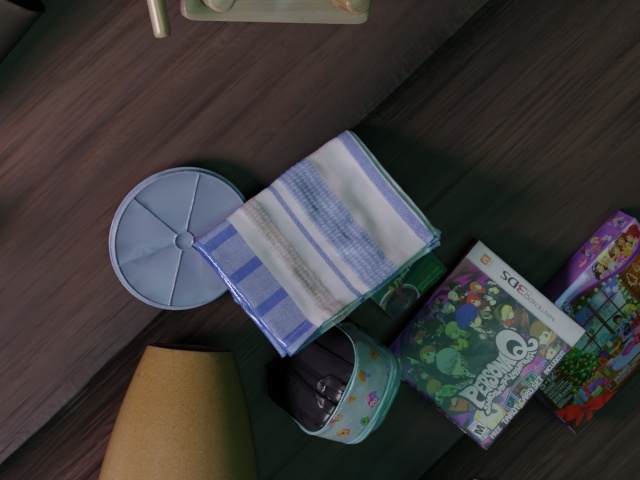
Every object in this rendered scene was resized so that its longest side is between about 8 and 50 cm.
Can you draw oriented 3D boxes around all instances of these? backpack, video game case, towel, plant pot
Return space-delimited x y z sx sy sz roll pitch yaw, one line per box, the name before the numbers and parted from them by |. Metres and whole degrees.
backpack | 0.027 0.195 1.973 0.144 0.188 0.166 25 95 -25
video game case | 0.235 0.152 2.080 0.210 0.042 0.232 41 90 -2
towel | 0.000 0.000 1.912 0.285 0.034 0.209 -37 84 -19
plant pot | -0.183 0.271 1.914 0.237 0.237 0.254 6 90 -22

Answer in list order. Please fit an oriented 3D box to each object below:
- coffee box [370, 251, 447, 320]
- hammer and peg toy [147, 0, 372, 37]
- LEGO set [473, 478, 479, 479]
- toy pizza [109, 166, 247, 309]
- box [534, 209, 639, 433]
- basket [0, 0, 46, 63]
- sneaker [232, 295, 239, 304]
coffee box | 0.083 0.016 2.021 0.113 0.040 0.184 -43 115 -3
hammer and peg toy | -0.100 -0.395 1.779 0.361 0.127 0.266 -3 109 -20
LEGO set | 0.234 0.425 2.154 0.287 0.132 0.107 26 90 -47
toy pizza | -0.188 -0.004 1.918 0.201 0.032 0.201 -6 109 -18
box | 0.423 0.126 2.174 0.293 0.057 0.201 -46 115 -2
basket | -0.457 -0.227 1.678 0.154 0.204 0.227 39 101 7
sneaker | -0.028 0.066 1.967 0.188 0.067 0.078 -13 137 1
